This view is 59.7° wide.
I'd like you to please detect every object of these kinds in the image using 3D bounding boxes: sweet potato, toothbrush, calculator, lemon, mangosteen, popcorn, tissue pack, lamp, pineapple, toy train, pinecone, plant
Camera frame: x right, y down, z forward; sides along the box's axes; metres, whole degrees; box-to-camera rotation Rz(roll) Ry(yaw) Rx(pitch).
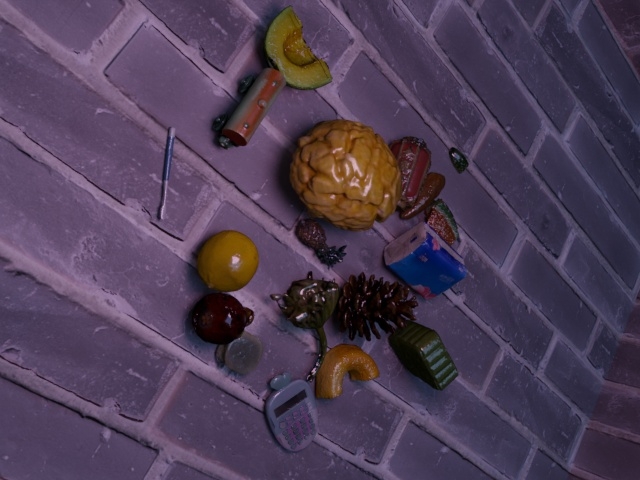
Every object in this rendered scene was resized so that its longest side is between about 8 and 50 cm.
[{"bbox_3d":[0.391,-0.168,2.162,0.252,0.097,0.097,-46,115,-18],"label":"sweet potato"},{"bbox_3d":[-0.451,-0.196,1.638,0.019,0.025,0.276,8,85,-39],"label":"toothbrush"},{"bbox_3d":[-0.098,0.577,1.894,0.185,0.041,0.299,-29,109,-30],"label":"calculator"},{"bbox_3d":[-0.277,0.066,1.667,0.178,0.178,0.203,51,49,-24],"label":"lemon"},{"bbox_3d":[-0.294,0.240,1.684,0.180,0.166,0.166,33,73,-54],"label":"mangosteen"},{"bbox_3d":[0.093,-0.210,1.795,0.390,0.353,0.344,54,54,-73],"label":"popcorn"},{"bbox_3d":[0.396,0.083,2.097,0.209,0.137,0.269,-37,122,21],"label":"tissue pack"},{"bbox_3d":[0.306,-0.245,2.054,0.177,0.177,0.274,26,80,-32],"label":"lamp"},{"bbox_3d":[0.000,0.000,1.907,0.221,0.083,0.103,49,68,-28],"label":"pineapple"},{"bbox_3d":[-0.211,-0.402,1.693,0.116,0.177,0.286,39,72,-27],"label":"toy train"},{"bbox_3d":[0.184,0.236,1.938,0.244,0.309,0.244,1,90,-73],"label":"pinecone"},{"bbox_3d":[-0.033,0.272,1.903,0.251,0.180,0.334,-37,139,-35],"label":"plant"}]

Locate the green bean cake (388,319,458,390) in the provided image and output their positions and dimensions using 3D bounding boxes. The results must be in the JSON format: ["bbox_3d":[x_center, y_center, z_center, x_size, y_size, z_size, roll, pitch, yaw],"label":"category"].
[{"bbox_3d":[0.380,0.423,2.088,0.124,0.248,0.222,-36,111,-14],"label":"green bean cake"}]

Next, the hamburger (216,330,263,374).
[{"bbox_3d":[-0.253,0.352,1.769,0.140,0.062,0.133,30,79,-33],"label":"hamburger"}]

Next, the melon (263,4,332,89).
[{"bbox_3d":[-0.106,-0.580,1.786,0.169,0.129,0.265,-38,106,-22],"label":"melon"}]

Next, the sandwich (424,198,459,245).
[{"bbox_3d":[0.454,-0.056,2.201,0.160,0.109,0.185,-39,111,-12],"label":"sandwich"}]

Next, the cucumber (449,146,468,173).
[{"bbox_3d":[0.570,-0.337,2.300,0.107,0.035,0.067,48,69,-24],"label":"cucumber"}]

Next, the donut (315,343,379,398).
[{"bbox_3d":[0.087,0.451,1.985,0.258,0.101,0.152,-19,97,-27],"label":"donut"}]
